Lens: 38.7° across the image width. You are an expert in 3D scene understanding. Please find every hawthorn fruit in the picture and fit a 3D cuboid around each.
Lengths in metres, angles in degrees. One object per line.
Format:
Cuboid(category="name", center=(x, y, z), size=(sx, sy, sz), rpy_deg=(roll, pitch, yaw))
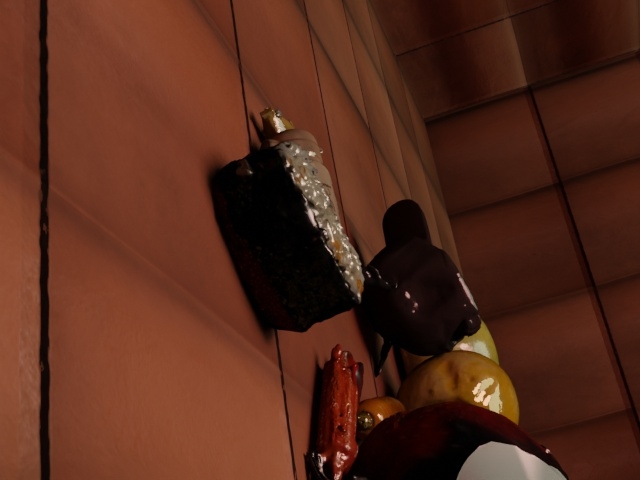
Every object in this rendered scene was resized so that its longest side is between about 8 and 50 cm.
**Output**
Cuboid(category="hawthorn fruit", center=(0.178, 0.348, 1.176), size=(0.316, 0.316, 0.316), rpy_deg=(-17, 90, -77))

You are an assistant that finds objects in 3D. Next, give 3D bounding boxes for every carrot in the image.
Cuboid(category="carrot", center=(0.091, 0.275, 1.422), size=(0.225, 0.067, 0.067), rpy_deg=(27, 48, -75))

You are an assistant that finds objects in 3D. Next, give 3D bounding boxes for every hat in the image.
Cuboid(category="hat", center=(0.125, 0.086, 1.673), size=(0.238, 0.209, 0.336), rpy_deg=(89, -20, -44))

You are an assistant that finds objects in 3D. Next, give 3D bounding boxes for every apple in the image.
Cuboid(category="apple", center=(0.270, 0.250, 1.912), size=(0.261, 0.194, 0.260), rpy_deg=(-16, 90, -84))

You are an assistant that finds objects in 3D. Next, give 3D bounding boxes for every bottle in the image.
Cuboid(category="bottle", center=(-0.034, -0.058, 1.270), size=(0.110, 0.097, 0.209), rpy_deg=(8, 57, -34))

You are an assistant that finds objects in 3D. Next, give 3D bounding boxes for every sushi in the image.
Cuboid(category="sushi", center=(-0.036, -0.004, 1.113), size=(0.136, 0.126, 0.225), rpy_deg=(-47, 118, -75))

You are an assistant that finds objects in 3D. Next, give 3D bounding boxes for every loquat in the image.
Cuboid(category="loquat", center=(0.248, 0.312, 1.667), size=(0.244, 0.244, 0.244), rpy_deg=(-17, 90, -77))

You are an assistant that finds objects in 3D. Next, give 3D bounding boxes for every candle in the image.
Cuboid(category="candle", center=(0.025, 0.237, 1.212), size=(0.084, 0.059, 0.301), rpy_deg=(58, 18, -21))

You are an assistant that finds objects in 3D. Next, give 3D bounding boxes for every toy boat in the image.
Cuboid(category="toy boat", center=(-0.059, -0.159, 1.387), size=(0.049, 0.047, 0.149), rpy_deg=(64, 6, 21))
